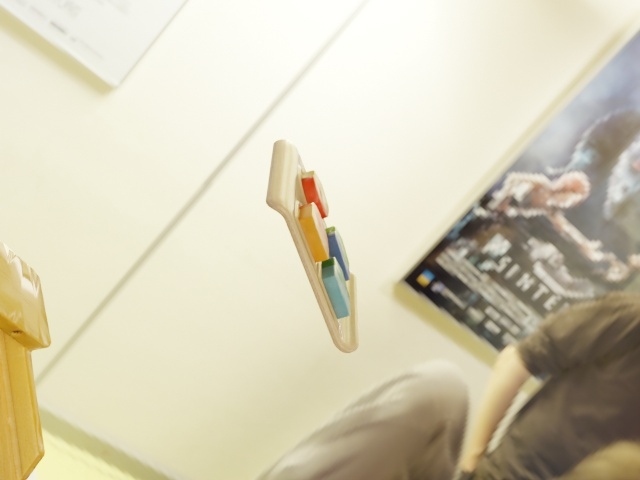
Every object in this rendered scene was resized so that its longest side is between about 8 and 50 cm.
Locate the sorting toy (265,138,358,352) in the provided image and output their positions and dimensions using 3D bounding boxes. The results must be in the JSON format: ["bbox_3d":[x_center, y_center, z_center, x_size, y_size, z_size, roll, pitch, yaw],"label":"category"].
[{"bbox_3d":[0.000,0.000,1.270,0.193,0.038,0.208,-88,155,-63],"label":"sorting toy"}]

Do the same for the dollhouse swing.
[{"bbox_3d":[-0.588,0.188,1.556,0.315,0.346,0.305,65,16,-65],"label":"dollhouse swing"}]
